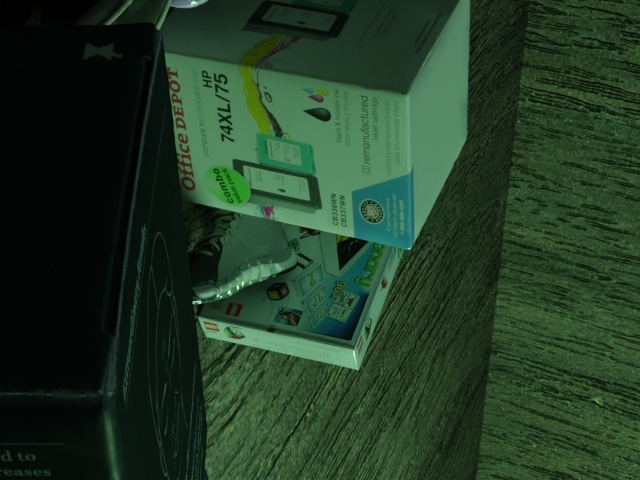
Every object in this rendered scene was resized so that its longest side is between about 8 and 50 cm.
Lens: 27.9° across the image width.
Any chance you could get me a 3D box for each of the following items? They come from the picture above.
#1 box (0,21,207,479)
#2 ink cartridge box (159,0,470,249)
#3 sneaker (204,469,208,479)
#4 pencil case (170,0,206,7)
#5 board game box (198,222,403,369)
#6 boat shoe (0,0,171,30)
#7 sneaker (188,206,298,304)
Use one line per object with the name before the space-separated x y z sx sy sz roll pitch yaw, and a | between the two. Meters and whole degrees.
box | -0.193 0.111 0.799 0.293 0.212 0.395 -90 180 -47
ink cartridge box | -0.006 -0.148 1.305 0.197 0.270 0.198 -60 155 -43
sneaker | -0.122 0.266 1.120 0.130 0.323 0.236 -37 146 -39
pencil case | -0.125 -0.295 1.112 0.088 0.086 0.206 -59 167 -28
board game box | 0.000 0.000 1.547 0.053 0.193 0.305 78 29 -51
boat shoe | -0.200 -0.164 0.951 0.095 0.112 0.335 86 26 -52
sneaker | -0.118 -0.007 1.396 0.229 0.086 0.132 -21 98 -58
